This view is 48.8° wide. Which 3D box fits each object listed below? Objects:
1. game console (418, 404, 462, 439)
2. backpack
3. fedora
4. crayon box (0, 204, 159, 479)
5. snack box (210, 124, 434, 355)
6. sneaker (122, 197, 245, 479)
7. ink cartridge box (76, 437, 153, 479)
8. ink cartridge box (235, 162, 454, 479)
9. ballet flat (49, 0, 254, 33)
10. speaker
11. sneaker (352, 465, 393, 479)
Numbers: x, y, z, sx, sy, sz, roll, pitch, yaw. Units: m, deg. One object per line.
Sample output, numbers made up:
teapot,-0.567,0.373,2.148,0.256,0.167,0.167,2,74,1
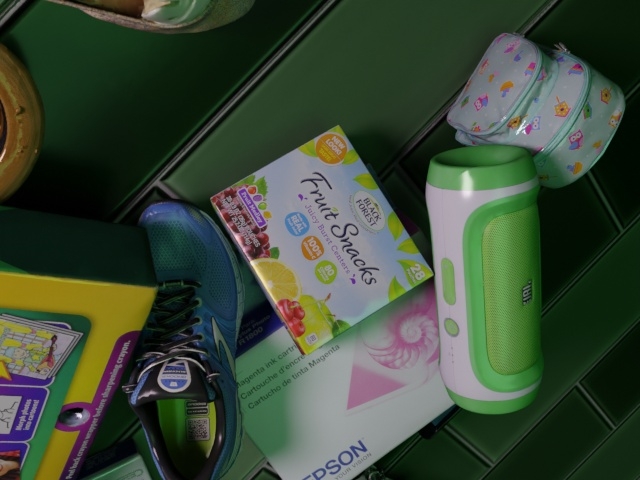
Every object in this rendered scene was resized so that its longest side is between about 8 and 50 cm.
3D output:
game console,0.169,0.231,1.100,0.122,0.107,0.071,-44,155,0
backpack,0.261,-0.157,0.862,0.144,0.188,0.166,26,103,-35
fedora,-0.350,-0.109,0.634,0.194,0.079,0.194,-12,121,-21
crayon box,-0.370,0.128,0.691,0.313,0.106,0.363,10,124,-31
snack box,0.000,0.000,0.816,0.174,0.070,0.207,-30,86,-10
sneaker,-0.143,0.116,0.767,0.130,0.147,0.330,-9,91,-3
ink cartridge box,-0.317,0.398,0.944,0.223,0.045,0.224,-22,122,-18
ink cartridge box,0.024,0.128,0.899,0.324,0.071,0.330,-36,110,-3
ballet flat,-0.189,-0.240,0.631,0.316,0.106,0.107,-1,116,-28
speaker,0.192,0.046,0.816,0.131,0.131,0.296,-15,110,-20
sneaker,0.072,0.396,1.113,0.281,0.105,0.115,19,106,-34
